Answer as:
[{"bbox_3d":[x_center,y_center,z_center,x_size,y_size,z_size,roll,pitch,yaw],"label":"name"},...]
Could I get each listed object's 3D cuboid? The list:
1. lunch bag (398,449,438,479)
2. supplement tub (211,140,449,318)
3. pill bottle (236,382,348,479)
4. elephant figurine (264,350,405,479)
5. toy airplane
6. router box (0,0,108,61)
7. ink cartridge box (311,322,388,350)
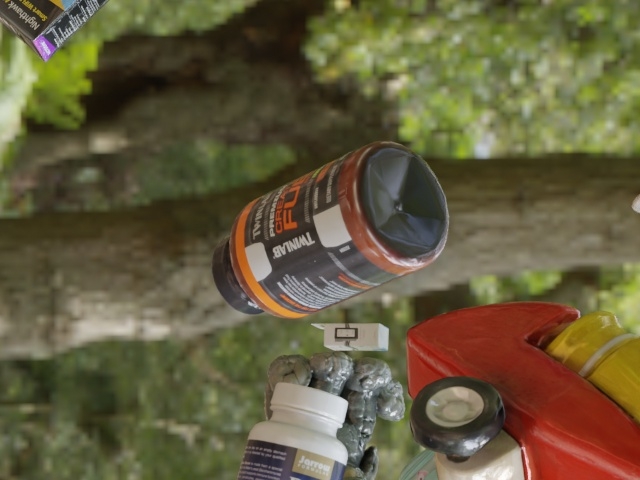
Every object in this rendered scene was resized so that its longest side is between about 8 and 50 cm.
[{"bbox_3d":[0.225,0.268,2.114,0.279,0.224,0.108,-48,-148,42],"label":"lunch bag"},{"bbox_3d":[0.000,0.000,1.491,0.198,0.106,0.106,-25,-120,44],"label":"supplement tub"},{"bbox_3d":[-0.029,0.219,1.726,0.094,0.094,0.169,128,-23,-78],"label":"pill bottle"},{"bbox_3d":[0.001,0.247,2.005,0.186,0.169,0.239,58,32,-68],"label":"elephant figurine"},{"bbox_3d":[0.276,0.135,1.207,0.272,0.384,0.386,-46,-173,-38],"label":"toy airplane"},{"bbox_3d":[-0.250,-0.254,1.610,0.179,0.133,0.046,40,-10,21],"label":"router box"},{"bbox_3d":[0.034,0.113,2.226,0.048,0.083,0.028,32,59,-71],"label":"ink cartridge box"}]
